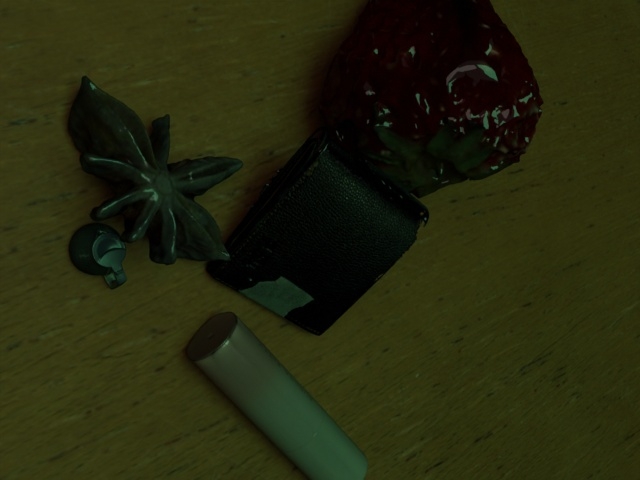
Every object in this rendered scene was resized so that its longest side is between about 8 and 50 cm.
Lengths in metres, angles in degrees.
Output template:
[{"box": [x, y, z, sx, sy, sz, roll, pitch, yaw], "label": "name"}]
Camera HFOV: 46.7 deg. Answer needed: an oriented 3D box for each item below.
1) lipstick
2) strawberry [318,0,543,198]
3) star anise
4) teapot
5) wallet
[{"box": [-0.055, 0.242, 1.061, 0.327, 0.087, 0.087, 51, 63, -25], "label": "lipstick"}, {"box": [0.162, -0.249, 1.113, 0.295, 0.317, 0.345, 17, 60, -22], "label": "strawberry"}, {"box": [-0.208, -0.065, 0.937, 0.257, 0.110, 0.198, 27, 58, -41], "label": "star anise"}, {"box": [-0.267, 0.021, 0.919, 0.066, 0.057, 0.088, -30, 108, -32], "label": "teapot"}, {"box": [0.000, 0.000, 1.051, 0.221, 0.071, 0.262, 33, 105, -34], "label": "wallet"}]
